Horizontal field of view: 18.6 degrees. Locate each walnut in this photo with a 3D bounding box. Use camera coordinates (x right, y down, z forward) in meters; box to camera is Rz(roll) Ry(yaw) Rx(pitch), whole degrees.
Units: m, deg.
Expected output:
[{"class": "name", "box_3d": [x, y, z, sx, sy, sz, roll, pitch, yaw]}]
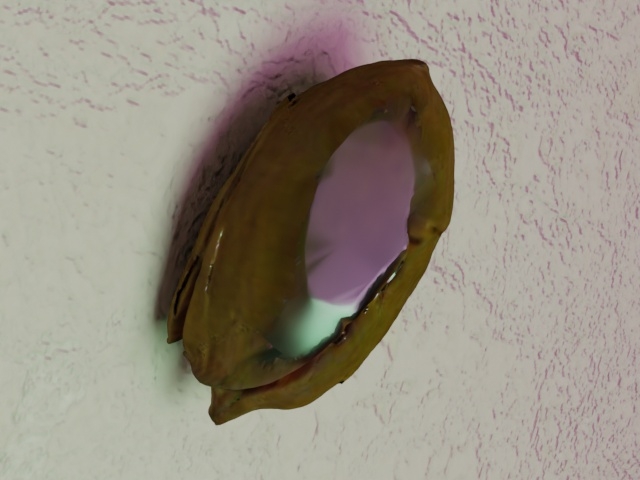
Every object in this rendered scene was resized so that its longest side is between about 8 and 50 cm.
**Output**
[{"class": "walnut", "box_3d": [0.000, 0.000, 1.142, 0.137, 0.137, 0.245, 35, 77, -48]}]
